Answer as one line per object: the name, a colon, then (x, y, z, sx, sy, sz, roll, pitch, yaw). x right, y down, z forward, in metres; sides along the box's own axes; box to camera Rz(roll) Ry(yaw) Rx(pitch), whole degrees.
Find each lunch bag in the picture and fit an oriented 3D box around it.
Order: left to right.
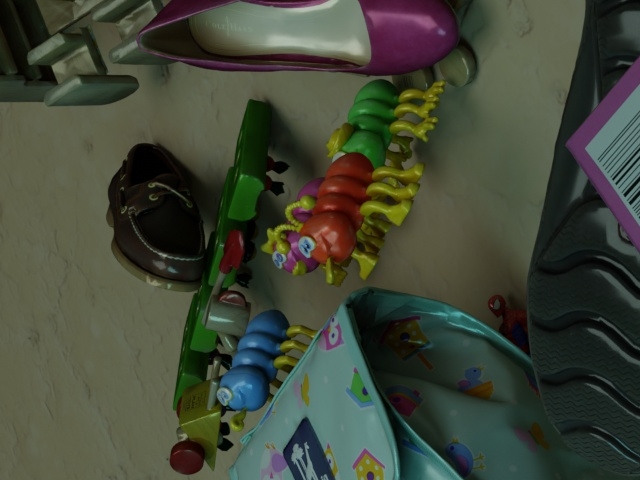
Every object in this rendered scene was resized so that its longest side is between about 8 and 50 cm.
lunch bag: (0.072, 0.177, 1.281, 0.262, 0.160, 0.223, 37, 135, 6)

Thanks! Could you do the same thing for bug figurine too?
bug figurine: (0.000, 0.000, 1.334, 0.072, 0.216, 0.279, 26, 139, -3)

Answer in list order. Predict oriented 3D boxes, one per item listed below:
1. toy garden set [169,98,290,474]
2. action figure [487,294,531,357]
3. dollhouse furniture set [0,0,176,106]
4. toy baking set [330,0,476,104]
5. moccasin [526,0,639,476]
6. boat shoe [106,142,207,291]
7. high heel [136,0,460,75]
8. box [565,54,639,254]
toy garden set: (-0.068, 0.047, 1.496, 0.204, 0.049, 0.244, -87, 12, -54)
action figure: (0.147, 0.089, 1.320, 0.115, 0.030, 0.038, 64, 147, 16)
dollhouse furniture set: (-0.216, -0.215, 1.623, 0.242, 0.161, 0.212, -27, 80, 30)
toy baking set: (0.053, -0.213, 1.334, 0.197, 0.030, 0.256, 37, 136, 32)
moccasin: (0.205, -0.043, 1.122, 0.139, 0.147, 0.380, 9, 106, 35)
boat shoe: (-0.136, -0.023, 1.563, 0.207, 0.073, 0.073, -130, 55, -61)
high heel: (-0.018, -0.147, 1.333, 0.244, 0.117, 0.082, 19, 124, 44)
box: (0.284, -0.020, 0.926, 0.213, 0.243, 0.117, 58, 140, 19)
